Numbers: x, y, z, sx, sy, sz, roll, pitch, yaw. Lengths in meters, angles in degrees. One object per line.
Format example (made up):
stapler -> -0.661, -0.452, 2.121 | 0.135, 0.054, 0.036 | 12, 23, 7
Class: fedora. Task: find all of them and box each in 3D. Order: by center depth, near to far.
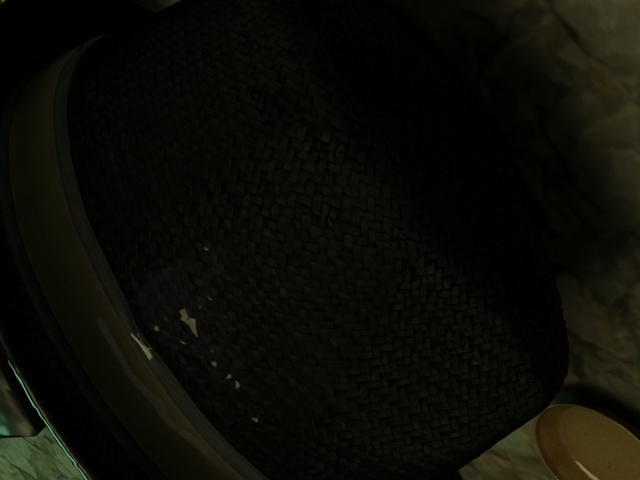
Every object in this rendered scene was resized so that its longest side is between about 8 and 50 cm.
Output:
fedora -> 0.000, 0.000, 0.611 | 0.152, 0.334, 0.334 | -33, 100, 28

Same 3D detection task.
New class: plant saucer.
plant saucer -> 0.153, 0.115, 0.734 | 0.083, 0.015, 0.083 | 31, 144, 25

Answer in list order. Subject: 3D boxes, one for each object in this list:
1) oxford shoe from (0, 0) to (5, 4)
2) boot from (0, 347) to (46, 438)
oxford shoe -> -0.116, 0.014, 0.775 | 0.397, 0.146, 0.140 | 53, 173, 4
boot -> -0.413, -0.039, 1.135 | 0.367, 0.146, 0.445 | 7, 135, 48
